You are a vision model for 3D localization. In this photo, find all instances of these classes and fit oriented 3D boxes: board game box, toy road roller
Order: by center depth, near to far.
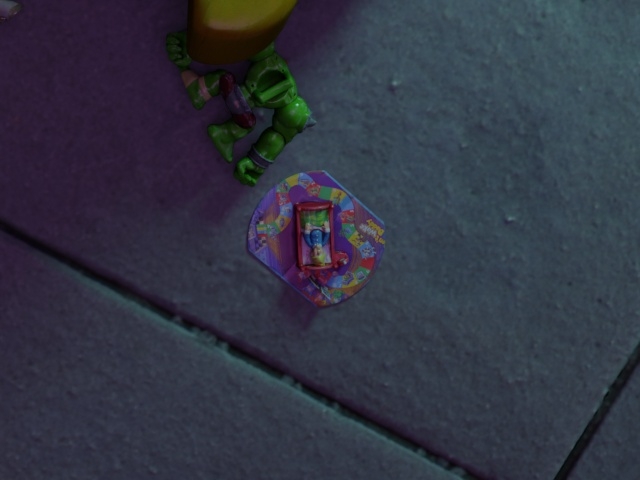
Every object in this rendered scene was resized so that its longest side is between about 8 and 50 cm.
[{"bbox_3d":[-0.037,-0.310,1.551,0.329,0.202,0.241,3,84,-8],"label":"toy road roller"},{"bbox_3d":[0.000,0.000,1.742,0.168,0.033,0.133,41,93,-16],"label":"board game box"}]

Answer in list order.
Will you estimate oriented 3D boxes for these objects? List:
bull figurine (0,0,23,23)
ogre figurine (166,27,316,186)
[{"bbox_3d":[-0.324,-0.357,1.534,0.310,0.101,0.188,-29,108,26],"label":"bull figurine"},{"bbox_3d":[-0.084,-0.165,1.660,0.118,0.097,0.197,-24,94,8],"label":"ogre figurine"}]
